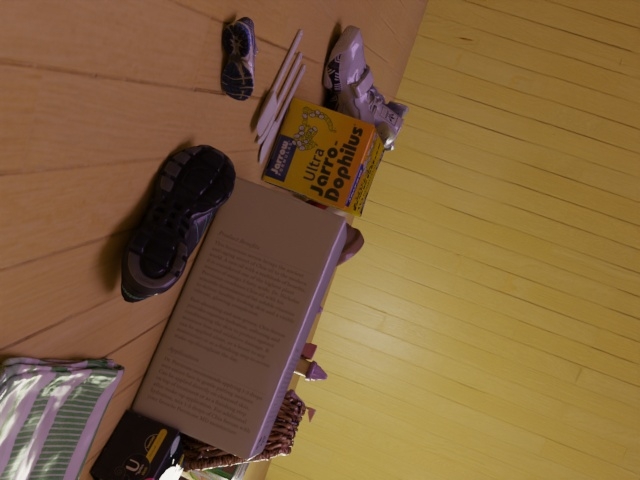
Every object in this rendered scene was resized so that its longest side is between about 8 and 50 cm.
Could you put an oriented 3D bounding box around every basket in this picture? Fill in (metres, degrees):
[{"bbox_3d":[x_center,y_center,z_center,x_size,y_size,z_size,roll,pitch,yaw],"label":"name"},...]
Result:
[{"bbox_3d":[-0.177,0.428,1.478,0.299,0.213,0.223,-38,-156,60],"label":"basket"}]

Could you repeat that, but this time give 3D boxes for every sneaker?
[{"bbox_3d":[-0.114,-0.272,1.041,0.135,0.052,0.058,102,8,-47],"label":"sneaker"},{"bbox_3d":[-0.208,-0.027,0.966,0.106,0.101,0.267,-45,-164,52],"label":"sneaker"},{"bbox_3d":[0.120,-0.369,1.756,0.366,0.210,0.137,98,14,-55],"label":"sneaker"}]

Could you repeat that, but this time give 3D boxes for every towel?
[{"bbox_3d":[-0.349,0.257,0.834,0.325,0.038,0.248,59,53,-79],"label":"towel"}]

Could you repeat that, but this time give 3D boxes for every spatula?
[{"bbox_3d":[-0.075,-0.286,1.369,0.168,0.019,0.242,85,27,-69],"label":"spatula"}]

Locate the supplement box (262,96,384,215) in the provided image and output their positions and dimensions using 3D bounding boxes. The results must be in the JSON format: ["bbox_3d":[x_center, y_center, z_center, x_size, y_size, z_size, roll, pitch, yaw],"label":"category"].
[{"bbox_3d":[0.021,-0.182,1.621,0.356,0.195,0.194,2,108,-81],"label":"supplement box"}]

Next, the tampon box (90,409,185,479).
[{"bbox_3d":[-0.306,0.388,1.190,0.161,0.101,0.120,98,14,-54],"label":"tampon box"}]

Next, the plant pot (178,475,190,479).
[{"bbox_3d":[-0.331,0.566,1.482,0.109,0.109,0.096,-69,159,-3],"label":"plant pot"}]

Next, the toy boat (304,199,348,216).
[{"bbox_3d":[0.010,-0.127,1.912,0.151,0.151,0.231,-30,-170,-18],"label":"toy boat"}]

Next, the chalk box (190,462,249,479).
[{"bbox_3d":[-0.258,0.552,1.798,0.213,0.132,0.132,97,17,-54],"label":"chalk box"}]

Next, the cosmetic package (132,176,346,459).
[{"bbox_3d":[-0.135,0.140,1.278,0.161,0.230,0.453,72,40,-78],"label":"cosmetic package"}]

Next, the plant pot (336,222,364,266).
[{"bbox_3d":[0.000,0.000,2.030,0.109,0.237,0.237,65,28,-19],"label":"plant pot"}]

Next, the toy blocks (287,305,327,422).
[{"bbox_3d":[-0.093,0.296,1.801,0.309,0.260,0.288,93,19,-63],"label":"toy blocks"}]
